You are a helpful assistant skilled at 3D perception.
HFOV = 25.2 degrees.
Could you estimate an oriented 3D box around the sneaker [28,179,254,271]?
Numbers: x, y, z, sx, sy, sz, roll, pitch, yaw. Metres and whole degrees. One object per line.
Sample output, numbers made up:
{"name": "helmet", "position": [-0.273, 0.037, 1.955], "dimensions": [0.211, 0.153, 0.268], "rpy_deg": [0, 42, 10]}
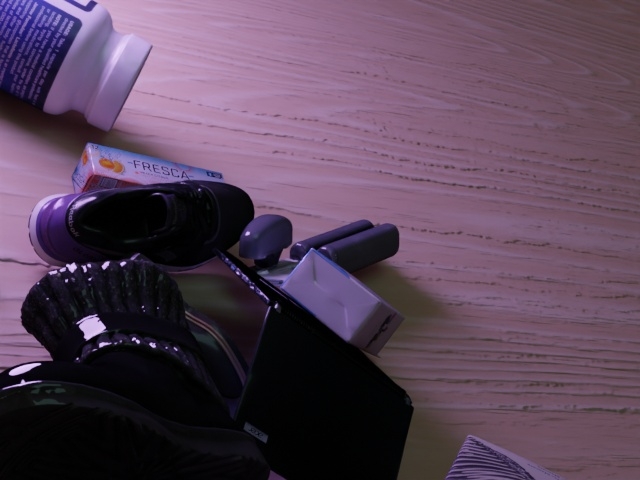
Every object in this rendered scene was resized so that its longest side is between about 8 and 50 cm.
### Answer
{"name": "sneaker", "position": [-0.173, -0.018, 1.607], "dimensions": [0.283, 0.124, 0.107], "rpy_deg": [-9, 88, -39]}

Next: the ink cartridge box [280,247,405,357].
{"name": "ink cartridge box", "position": [0.032, 0.075, 1.650], "dimensions": [0.104, 0.061, 0.181], "rpy_deg": [39, 0, 17]}

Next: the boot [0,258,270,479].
{"name": "boot", "position": [-0.212, 0.115, 1.286], "dimensions": [0.348, 0.131, 0.260], "rpy_deg": [30, 24, -54]}

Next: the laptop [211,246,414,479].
{"name": "laptop", "position": [-0.027, 0.158, 1.553], "dimensions": [0.234, 0.136, 0.264], "rpy_deg": [38, 0, -33]}

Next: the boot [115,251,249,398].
{"name": "boot", "position": [-0.181, 0.124, 1.511], "dimensions": [0.198, 0.077, 0.137], "rpy_deg": [42, 51, 5]}

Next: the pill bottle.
{"name": "pill bottle", "position": [-0.351, -0.248, 1.766], "dimensions": [0.265, 0.153, 0.153], "rpy_deg": [28, 33, -7]}

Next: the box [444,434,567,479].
{"name": "box", "position": [0.142, 0.262, 1.240], "dimensions": [0.113, 0.094, 0.275], "rpy_deg": [24, 11, 8]}

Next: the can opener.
{"name": "can opener", "position": [0.000, 0.000, 1.765], "dimensions": [0.076, 0.095, 0.283], "rpy_deg": [9, 17, 34]}

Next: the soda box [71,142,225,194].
{"name": "soda box", "position": [-0.204, -0.061, 1.726], "dimensions": [0.183, 0.058, 0.063], "rpy_deg": [13, 37, -29]}
